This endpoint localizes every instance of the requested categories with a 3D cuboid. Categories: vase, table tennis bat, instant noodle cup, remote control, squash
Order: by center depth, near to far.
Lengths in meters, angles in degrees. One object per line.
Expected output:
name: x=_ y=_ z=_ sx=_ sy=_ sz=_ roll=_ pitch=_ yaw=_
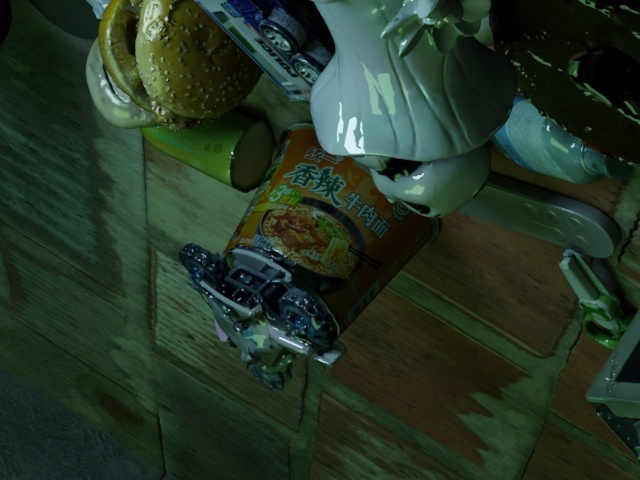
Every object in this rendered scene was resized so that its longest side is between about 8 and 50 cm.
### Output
vase: x=0.050 y=-0.276 z=1.500 sx=0.250 sy=0.250 sz=0.445 roll=20 pitch=139 yaw=33
remote control: x=0.221 y=-0.036 z=2.065 sx=0.245 sy=0.022 sz=0.077 roll=20 pitch=151 yaw=32
instant noodle cup: x=0.000 y=0.000 z=2.239 sx=0.230 sy=0.182 sz=0.230 roll=30 pitch=157 yaw=14
table tennis bat: x=-0.356 y=-0.332 z=2.303 sx=0.131 sy=0.022 sz=0.234 roll=4 pitch=144 yaw=53
squash: x=-0.155 y=-0.133 z=2.315 sx=0.188 sy=0.095 sz=0.095 roll=23 pitch=154 yaw=28

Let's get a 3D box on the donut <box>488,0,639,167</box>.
donut: x=0.272 y=-0.171 z=1.638 sx=0.269 sy=0.103 sz=0.270 roll=29 pitch=158 yaw=13

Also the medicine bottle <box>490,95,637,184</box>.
medicine bottle: x=0.237 y=-0.096 z=1.841 sx=0.090 sy=0.054 sz=0.208 roll=47 pitch=168 yaw=-27

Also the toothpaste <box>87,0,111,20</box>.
toothpaste: x=-0.314 y=-0.354 z=2.164 sx=0.234 sy=0.057 sz=0.089 roll=46 pitch=154 yaw=-7

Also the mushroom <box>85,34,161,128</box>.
mushroom: x=-0.197 y=-0.198 z=2.167 sx=0.154 sy=0.154 sz=0.122 roll=35 pitch=164 yaw=2

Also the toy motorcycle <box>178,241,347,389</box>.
toy motorcycle: x=-0.052 y=0.104 z=2.147 sx=0.239 sy=0.108 sz=0.204 roll=43 pitch=161 yaw=48

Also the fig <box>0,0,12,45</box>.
fig: x=-0.495 y=-0.298 z=2.311 sx=0.224 sy=0.224 sz=0.263 roll=53 pitch=-173 yaw=-36

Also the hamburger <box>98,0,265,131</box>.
hamburger: x=-0.143 y=-0.212 z=2.018 sx=0.181 sy=0.191 sz=0.118 roll=15 pitch=180 yaw=-35

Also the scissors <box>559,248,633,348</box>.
scissors: x=0.318 y=0.073 z=2.109 sx=0.101 sy=0.027 sz=0.204 roll=14 pitch=156 yaw=38

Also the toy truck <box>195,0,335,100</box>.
toy truck: x=-0.060 y=-0.266 z=1.887 sx=0.268 sy=0.124 sz=0.155 roll=45 pitch=160 yaw=-23

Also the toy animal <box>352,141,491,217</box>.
toy animal: x=0.102 y=-0.099 z=1.951 sx=0.179 sy=0.138 sz=0.166 roll=57 pitch=179 yaw=-38

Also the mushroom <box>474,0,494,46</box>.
mushroom: x=0.153 y=-0.223 z=1.755 sx=0.085 sy=0.085 sz=0.079 roll=-32 pitch=76 yaw=66

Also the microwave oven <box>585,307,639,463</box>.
microwave oven: x=0.490 y=0.181 z=1.861 sx=0.286 sy=0.218 sz=0.355 roll=48 pitch=154 yaw=-24
